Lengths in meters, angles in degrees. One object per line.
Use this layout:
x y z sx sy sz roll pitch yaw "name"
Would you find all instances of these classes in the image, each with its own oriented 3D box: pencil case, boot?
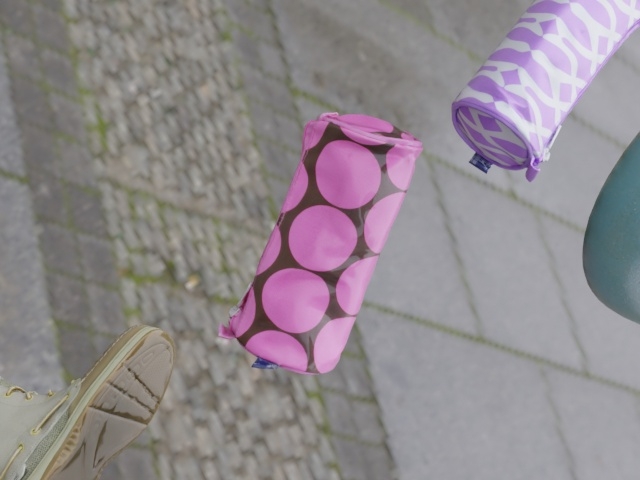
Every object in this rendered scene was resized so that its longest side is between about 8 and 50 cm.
0.189 -0.145 1.249 0.088 0.206 0.086 34 -15 15 "pencil case"
-0.234 0.139 1.355 0.165 0.213 0.077 27 -12 41 "boot"
0.000 0.000 1.235 0.098 0.209 0.095 22 10 -1 "pencil case"

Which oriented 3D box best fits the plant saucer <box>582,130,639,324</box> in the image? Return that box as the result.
0.313 -0.039 0.987 0.317 0.317 0.044 25 29 -49 "plant saucer"
